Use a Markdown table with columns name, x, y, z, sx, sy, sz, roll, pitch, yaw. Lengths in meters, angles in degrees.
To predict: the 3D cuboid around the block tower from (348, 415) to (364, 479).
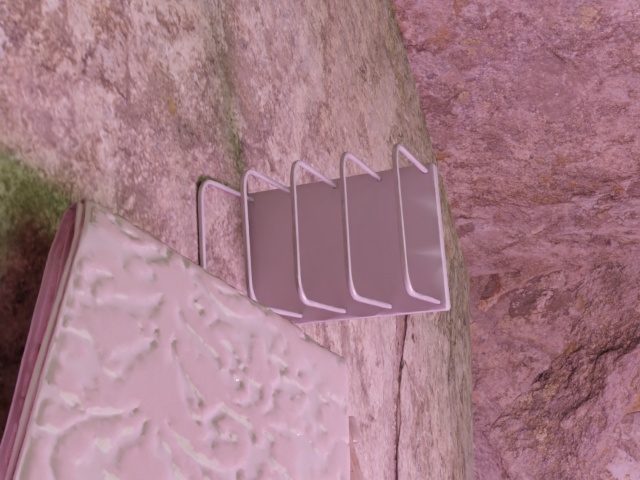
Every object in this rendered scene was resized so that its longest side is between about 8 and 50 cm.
| name | x | y | z | sx | sy | sz | roll | pitch | yaw |
| --- | --- | --- | --- | --- | --- | --- | --- | --- | --- |
| block tower | -0.078 | 0.228 | 0.737 | 0.335 | 0.090 | 0.097 | 16 | 52 | -53 |

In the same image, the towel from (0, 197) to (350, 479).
| name | x | y | z | sx | sy | sz | roll | pitch | yaw |
| --- | --- | --- | --- | --- | --- | --- | --- | --- | --- |
| towel | -0.095 | 0.163 | 0.617 | 0.331 | 0.053 | 0.317 | 37 | 37 | -34 |

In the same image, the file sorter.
| name | x | y | z | sx | sy | sz | roll | pitch | yaw |
| --- | --- | --- | --- | --- | --- | --- | --- | --- | --- |
| file sorter | 0.000 | 0.000 | 0.960 | 0.173 | 0.277 | 0.193 | 21 | 63 | -65 |
